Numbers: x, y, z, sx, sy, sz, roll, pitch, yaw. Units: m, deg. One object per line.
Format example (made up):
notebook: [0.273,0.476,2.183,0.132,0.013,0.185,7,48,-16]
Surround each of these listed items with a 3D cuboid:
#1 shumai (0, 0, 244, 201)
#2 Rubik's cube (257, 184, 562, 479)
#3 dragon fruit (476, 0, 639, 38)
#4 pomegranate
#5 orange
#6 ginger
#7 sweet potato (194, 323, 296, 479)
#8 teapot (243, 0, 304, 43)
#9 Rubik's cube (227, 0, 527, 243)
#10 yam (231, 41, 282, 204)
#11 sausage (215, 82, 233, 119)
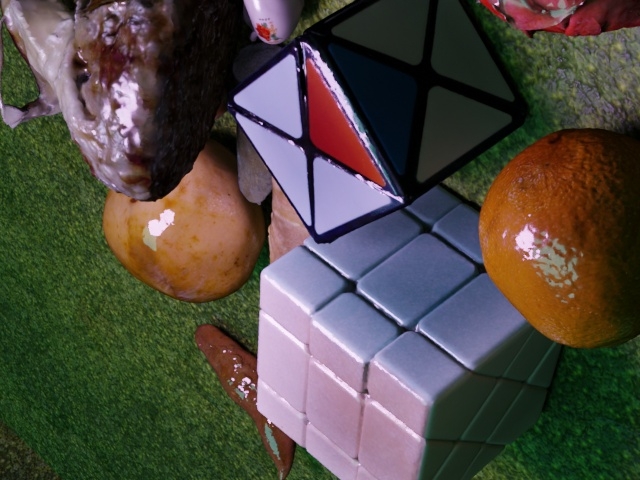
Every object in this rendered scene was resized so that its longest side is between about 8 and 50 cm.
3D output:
shumai: [-0.309,-0.285,1.911,0.348,0.395,0.395,22,142,8]
Rubik's cube: [0.125,0.152,1.862,0.316,0.322,0.319,36,144,27]
dragon fruit: [0.247,-0.343,1.252,0.295,0.295,0.302,20,122,45]
pomegranate: [-0.225,-0.033,2.236,0.307,0.307,0.307,35,144,30]
orange: [0.308,0.002,1.538,0.264,0.264,0.264,35,144,30]
ginger: [-0.013,-0.035,2.057,0.189,0.126,0.354,20,138,3]
sweet potato: [-0.126,0.291,2.578,0.106,0.095,0.355,-39,71,15]
teapot: [-0.076,-0.353,1.848,0.226,0.092,0.145,67,-176,-66]
Rubik's cube: [0.069,-0.171,1.698,0.250,0.246,0.248,58,150,-6]
yam: [-0.086,-0.175,2.052,0.106,0.106,0.259,36,148,29]
sausage: [-0.253,-0.382,2.098,0.094,0.094,0.419,-15,109,28]
